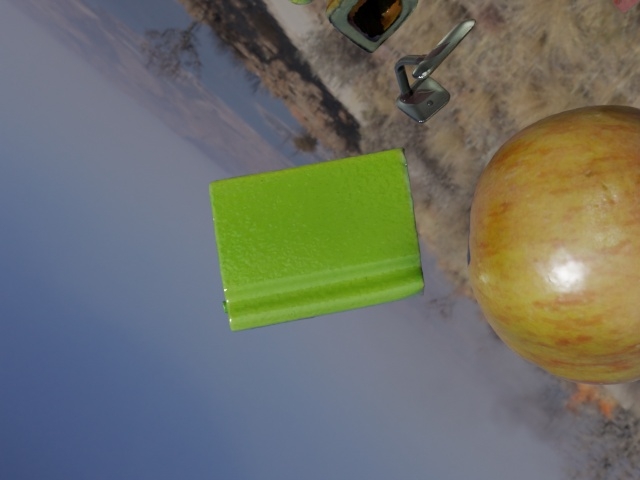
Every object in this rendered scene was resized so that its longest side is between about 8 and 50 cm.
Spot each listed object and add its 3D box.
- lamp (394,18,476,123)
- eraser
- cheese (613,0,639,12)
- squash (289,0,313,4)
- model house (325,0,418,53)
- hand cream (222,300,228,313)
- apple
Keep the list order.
[{"bbox_3d":[0.274,-0.421,1.768,0.124,0.203,0.283,48,174,16],"label":"lamp"},{"bbox_3d":[0.000,0.000,0.995,0.092,0.274,0.209,101,160,-81],"label":"eraser"},{"bbox_3d":[0.495,-0.523,1.235,0.177,0.202,0.128,25,-179,1],"label":"cheese"},{"bbox_3d":[-0.010,-0.722,1.665,0.119,0.370,0.118,16,-170,-3],"label":"squash"},{"bbox_3d":[0.098,-0.562,1.495,0.174,0.268,0.239,6,-117,-33],"label":"model house"},{"bbox_3d":[-0.108,0.102,1.269,0.036,0.122,0.023,89,164,-49],"label":"hand cream"},{"bbox_3d":[0.381,0.009,1.062,0.400,0.334,0.400,39,-139,-45],"label":"apple"}]
